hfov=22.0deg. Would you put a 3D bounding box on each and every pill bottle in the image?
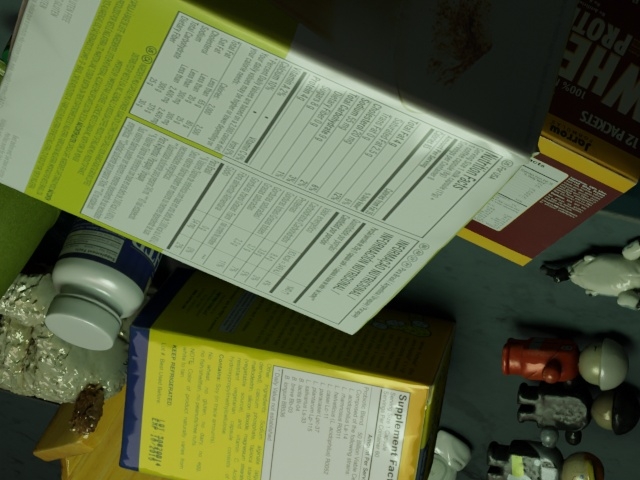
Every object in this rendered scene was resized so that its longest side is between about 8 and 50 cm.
[{"bbox_3d":[-0.247,0.027,1.912,0.112,0.186,0.112,15,153,8],"label":"pill bottle"}]

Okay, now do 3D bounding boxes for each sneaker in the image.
[{"bbox_3d":[0.077,0.332,2.348,0.292,0.118,0.110,-9,144,45],"label":"sneaker"}]

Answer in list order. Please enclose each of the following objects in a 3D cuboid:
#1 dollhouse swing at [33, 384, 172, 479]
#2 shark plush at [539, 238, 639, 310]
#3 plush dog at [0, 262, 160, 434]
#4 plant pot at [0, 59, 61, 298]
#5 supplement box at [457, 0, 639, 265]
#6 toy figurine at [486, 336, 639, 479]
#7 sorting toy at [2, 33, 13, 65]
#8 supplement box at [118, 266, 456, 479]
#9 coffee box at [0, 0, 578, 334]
[{"bbox_3d":[-0.126,0.279,2.216,0.347,0.315,0.305,37,168,-30],"label":"dollhouse swing"},{"bbox_3d":[0.305,0.044,1.740,0.161,0.073,0.067,-12,170,38],"label":"shark plush"},{"bbox_3d":[-0.343,0.143,2.105,0.262,0.210,0.225,8,171,-40],"label":"plush dog"},{"bbox_3d":[-0.493,-0.003,1.835,0.367,0.353,0.366,15,152,8],"label":"plant pot"},{"bbox_3d":[0.180,-0.116,1.366,0.129,0.191,0.194,25,153,-11],"label":"supplement box"},{"bbox_3d":[0.287,0.228,1.918,0.148,0.209,0.213,4,150,17],"label":"toy figurine"},{"bbox_3d":[-0.187,-0.191,1.624,0.275,0.046,0.132,15,152,10],"label":"sorting toy"},{"bbox_3d":[-0.037,0.182,1.960,0.357,0.195,0.194,11,112,9],"label":"supplement box"},{"bbox_3d":[-0.017,-0.186,1.204,0.334,0.337,0.338,24,151,-9],"label":"coffee box"}]
